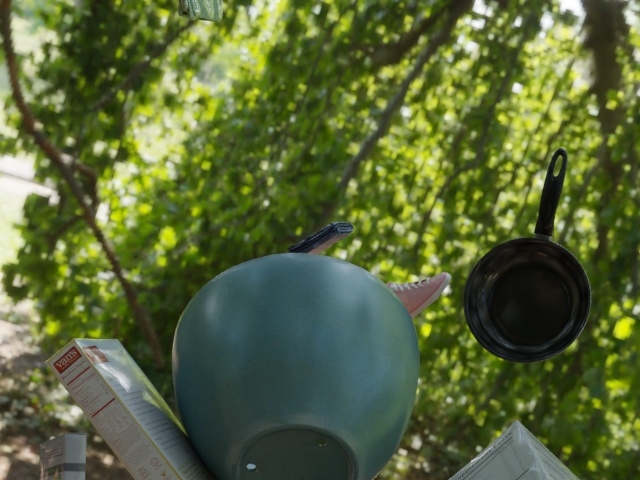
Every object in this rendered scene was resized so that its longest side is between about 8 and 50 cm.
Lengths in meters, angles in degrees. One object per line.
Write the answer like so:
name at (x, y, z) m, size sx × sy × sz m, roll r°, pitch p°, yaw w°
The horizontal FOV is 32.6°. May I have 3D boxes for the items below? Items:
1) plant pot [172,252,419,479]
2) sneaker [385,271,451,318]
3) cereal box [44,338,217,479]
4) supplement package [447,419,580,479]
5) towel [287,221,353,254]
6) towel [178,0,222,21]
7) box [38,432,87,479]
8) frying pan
plant pot at (-0.028, 0.188, 1.206) m, size 0.290 × 0.290 × 0.195 m, roll 19°, pitch 30°, yaw -12°
sneaker at (0.145, 0.083, 1.778) m, size 0.070 × 0.134 × 0.051 m, roll 48°, pitch 10°, yaw -5°
cereal box at (-0.191, 0.212, 1.204) m, size 0.240 × 0.047 × 0.173 m, roll 50°, pitch 1°, yaw 8°
supplement package at (0.262, 0.355, 1.328) m, size 0.134 × 0.139 × 0.244 m, roll 44°, pitch 11°, yaw -16°
towel at (0.000, 0.000, 1.990) m, size 0.067 × 0.119 × 0.029 m, roll -4°, pitch 66°, yaw -57°
towel at (-0.195, -0.558, 1.962) m, size 0.038 × 0.325 × 0.248 m, roll 8°, pitch 11°, yaw 8°
box at (-0.399, 0.398, 1.679) m, size 0.038 × 0.186 × 0.145 m, roll 6°, pitch -18°, yaw -28°
frying pan at (0.313, 0.032, 1.703) m, size 0.197 × 0.326 × 0.053 m, roll -12°, pitch -20°, yaw 20°
